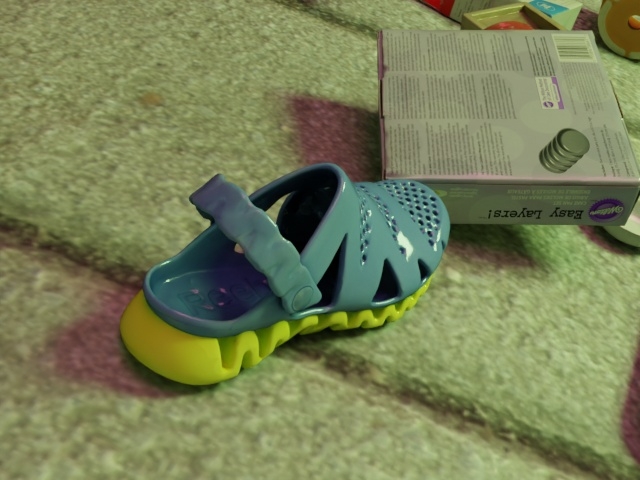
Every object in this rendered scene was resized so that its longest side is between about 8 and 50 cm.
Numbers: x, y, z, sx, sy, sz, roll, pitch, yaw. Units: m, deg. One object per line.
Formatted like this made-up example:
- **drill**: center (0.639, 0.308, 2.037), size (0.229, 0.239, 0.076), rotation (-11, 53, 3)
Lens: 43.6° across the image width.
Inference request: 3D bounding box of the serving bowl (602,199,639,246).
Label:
- **serving bowl**: center (0.342, -0.018, 0.887), size (0.083, 0.027, 0.083), rotation (11, 37, -9)

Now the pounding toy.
- **pounding toy**: center (0.274, -0.277, 1.159), size (0.130, 0.100, 0.141), rotation (-16, 43, -18)

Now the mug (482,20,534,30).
- **mug**: center (0.270, -0.182, 1.006), size (0.150, 0.113, 0.169), rotation (3, 42, -17)

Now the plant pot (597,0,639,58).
- **plant pot**: center (0.576, -0.416, 1.390), size (0.205, 0.205, 0.188), rotation (30, 52, 16)

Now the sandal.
- **sandal**: center (0.000, 0.000, 0.625), size (0.126, 0.138, 0.317), rotation (37, 38, 28)

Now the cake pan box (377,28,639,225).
- **cake pan box**: center (0.181, -0.131, 0.844), size (0.246, 0.070, 0.267), rotation (1, 48, 0)

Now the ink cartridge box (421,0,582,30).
- **ink cartridge box**: center (0.292, -0.393, 1.317), size (0.231, 0.078, 0.134), rotation (34, 39, 22)
